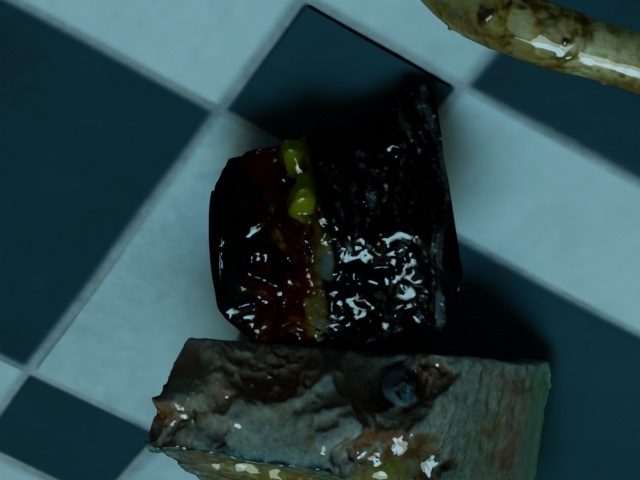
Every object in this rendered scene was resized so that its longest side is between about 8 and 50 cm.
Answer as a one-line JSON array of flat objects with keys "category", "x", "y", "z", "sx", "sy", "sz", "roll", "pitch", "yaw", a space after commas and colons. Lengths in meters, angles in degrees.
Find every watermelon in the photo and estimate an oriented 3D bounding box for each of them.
[{"category": "watermelon", "x": 0.032, "y": 0.140, "z": 1.492, "sx": 0.264, "sy": 0.151, "sz": 0.302, "roll": 5, "pitch": 158, "yaw": 17}]

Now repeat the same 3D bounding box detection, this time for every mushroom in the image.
[{"category": "mushroom", "x": 0.195, "y": -0.080, "z": 1.184, "sx": 0.301, "sy": 0.233, "sz": 0.208, "roll": -5, "pitch": 125, "yaw": 16}]

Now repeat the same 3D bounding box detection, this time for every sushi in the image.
[{"category": "sushi", "x": 0.000, "y": 0.000, "z": 1.375, "sx": 0.150, "sy": 0.153, "sz": 0.172, "roll": -3, "pitch": 158, "yaw": -11}]
